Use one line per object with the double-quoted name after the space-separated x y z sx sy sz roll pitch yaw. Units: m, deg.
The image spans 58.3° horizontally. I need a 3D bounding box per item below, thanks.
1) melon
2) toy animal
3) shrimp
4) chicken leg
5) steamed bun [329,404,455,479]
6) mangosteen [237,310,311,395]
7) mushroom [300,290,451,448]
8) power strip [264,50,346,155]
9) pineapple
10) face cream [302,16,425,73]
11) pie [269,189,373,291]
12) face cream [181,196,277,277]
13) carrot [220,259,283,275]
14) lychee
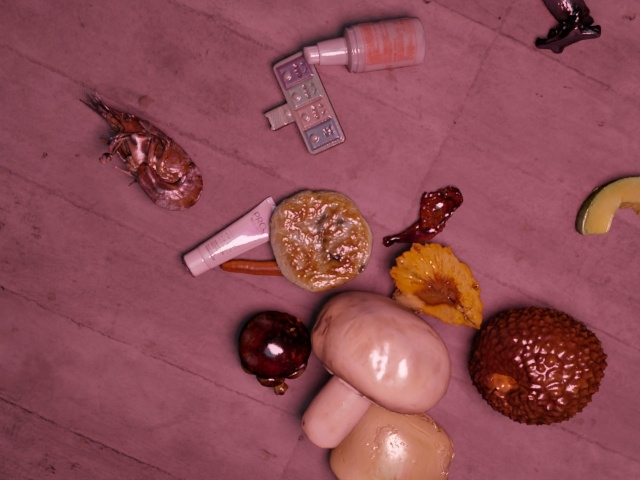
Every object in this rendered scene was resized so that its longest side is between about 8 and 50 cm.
0.672 -0.081 1.286 0.210 0.064 0.118 -8 95 -2 "melon"
0.535 -0.521 1.226 0.117 0.121 0.210 -5 90 -19 "toy animal"
-0.400 -0.196 1.241 0.343 0.116 0.145 44 80 -4 "shrimp"
0.236 -0.044 1.294 0.093 0.053 0.205 42 87 19 "chicken leg"
0.161 0.485 1.288 0.273 0.166 0.232 32 96 -3 "steamed bun"
-0.109 0.243 1.269 0.172 0.172 0.184 37 114 -4 "mangosteen"
0.097 0.282 1.204 0.314 0.314 0.336 33 100 -4 "mushroom"
-0.049 -0.290 1.267 0.145 0.061 0.215 -22 95 9 "power strip"
0.247 0.097 1.294 0.250 0.164 0.139 34 56 -8 "pineapple"
0.089 -0.406 1.213 0.252 0.101 0.101 -10 96 -7 "face cream"
0.000 0.000 1.269 0.241 0.054 0.240 0 80 -3 "pie"
-0.193 0.001 1.295 0.244 0.058 0.092 -31 91 -3 "face cream"
-0.104 0.063 1.306 0.248 0.043 0.043 3 96 1 "carrot"
0.467 0.261 1.232 0.268 0.267 0.267 0 96 0 "lychee"
